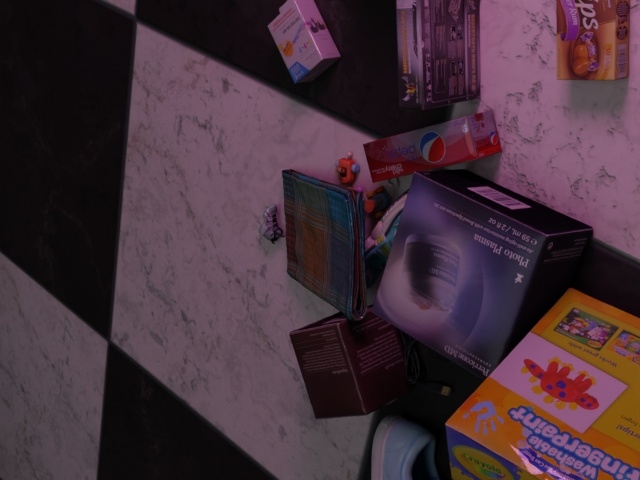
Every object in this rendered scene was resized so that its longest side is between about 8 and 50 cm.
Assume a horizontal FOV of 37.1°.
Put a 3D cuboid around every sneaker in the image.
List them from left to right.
[{"bbox_3d":[-0.104,-0.034,2.233,0.069,0.038,0.098,44,139,24],"label":"sneaker"},{"bbox_3d":[0.149,0.017,1.955,0.110,0.107,0.275,43,132,10],"label":"sneaker"},{"bbox_3d":[0.195,0.567,2.057,0.150,0.135,0.366,10,111,46],"label":"sneaker"}]

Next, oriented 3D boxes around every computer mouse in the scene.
[{"bbox_3d":[0.254,0.237,1.944,0.262,0.060,0.184,1,102,45],"label":"computer mouse"}]

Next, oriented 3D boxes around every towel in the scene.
[{"bbox_3d":[0.000,0.000,2.044,0.370,0.040,0.271,-153,58,-62],"label":"towel"}]

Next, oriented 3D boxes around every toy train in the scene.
[{"bbox_3d":[0.085,-0.111,2.010,0.166,0.046,0.125,23,119,39],"label":"toy train"}]

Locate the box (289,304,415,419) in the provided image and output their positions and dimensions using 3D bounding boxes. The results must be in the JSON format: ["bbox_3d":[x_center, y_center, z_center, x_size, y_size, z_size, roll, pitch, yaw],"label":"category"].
[{"bbox_3d":[0.068,0.260,2.058,0.167,0.168,0.203,-17,91,46],"label":"box"}]

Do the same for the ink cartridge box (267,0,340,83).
[{"bbox_3d":[-0.044,-0.439,2.021,0.104,0.061,0.181,-33,78,45],"label":"ink cartridge box"}]

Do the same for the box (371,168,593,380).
[{"bbox_3d":[0.287,0.059,1.739,0.296,0.183,0.294,29,114,36],"label":"box"}]

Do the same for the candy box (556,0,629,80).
[{"bbox_3d":[0.447,-0.359,1.567,0.109,0.053,0.186,11,111,43],"label":"candy box"}]

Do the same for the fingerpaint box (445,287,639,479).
[{"bbox_3d":[0.486,0.320,1.499,0.445,0.371,0.163,25,143,36],"label":"fingerpaint box"}]

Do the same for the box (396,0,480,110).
[{"bbox_3d":[0.214,-0.359,1.706,0.056,0.183,0.231,11,111,41],"label":"box"}]

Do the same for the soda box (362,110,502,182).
[{"bbox_3d":[0.211,-0.178,1.831,0.263,0.092,0.083,-11,96,46],"label":"soda box"}]
